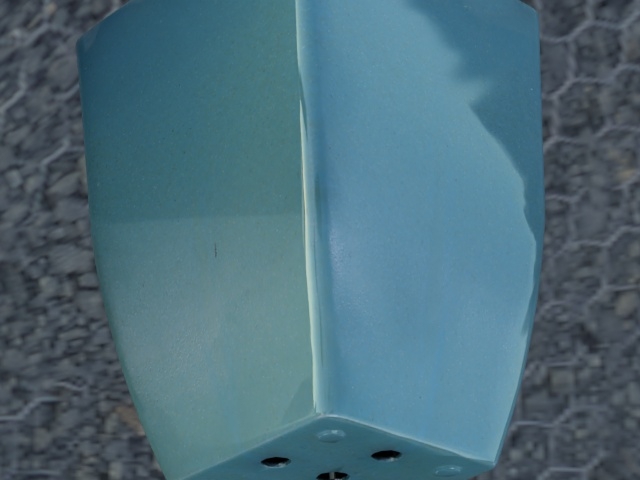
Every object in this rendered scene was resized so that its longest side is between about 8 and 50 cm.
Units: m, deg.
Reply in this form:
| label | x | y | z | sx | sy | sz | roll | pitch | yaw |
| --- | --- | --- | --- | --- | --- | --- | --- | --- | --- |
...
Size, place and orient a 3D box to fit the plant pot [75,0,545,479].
| label | x | y | z | sx | sy | sz | roll | pitch | yaw |
| --- | --- | --- | --- | --- | --- | --- | --- | --- | --- |
| plant pot | 0.000 | 0.000 | 0.797 | 0.165 | 0.165 | 0.234 | 20 | 54 | -39 |
